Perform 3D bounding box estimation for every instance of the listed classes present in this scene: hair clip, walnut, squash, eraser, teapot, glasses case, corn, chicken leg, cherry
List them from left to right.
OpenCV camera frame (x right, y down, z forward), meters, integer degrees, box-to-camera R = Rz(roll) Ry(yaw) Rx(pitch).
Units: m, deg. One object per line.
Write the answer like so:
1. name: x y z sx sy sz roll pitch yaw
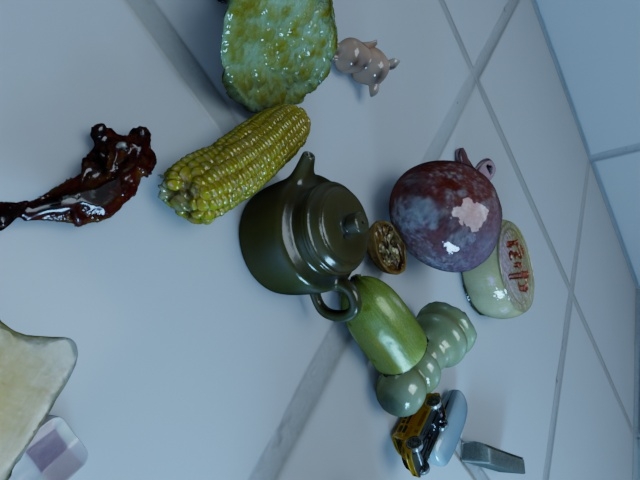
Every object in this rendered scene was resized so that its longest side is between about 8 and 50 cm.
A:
1. eraser: -0.289 0.229 0.461 0.105 0.026 0.065 -44 116 -44
2. chicken leg: -0.264 -0.067 0.542 0.089 0.048 0.219 50 49 -24
3. corn: -0.106 -0.122 0.689 0.292 0.101 0.101 -48 116 -43
4. teapot: 0.000 0.000 0.725 0.185 0.175 0.268 -28 102 -45
5. squash: 0.106 0.138 0.850 0.187 0.123 0.123 57 46 -23
6. walnut: 0.123 0.017 0.944 0.091 0.052 0.121 -47 113 -41
7. glasses case: 0.278 0.404 1.030 0.178 0.045 0.067 -46 115 -42
8. cherry: 0.273 -0.050 1.010 0.285 0.213 0.236 11 42 -24
9. hair clip: 0.407 -0.175 1.320 0.123 0.102 0.138 41 86 -32
10. glasses case: 0.417 0.524 1.139 0.204 0.070 0.047 33 54 -38

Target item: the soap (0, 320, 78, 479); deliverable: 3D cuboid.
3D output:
1. soap: -0.283 0.124 0.305 0.089 0.274 0.174 46 51 -30

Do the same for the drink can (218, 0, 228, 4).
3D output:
1. drink can: -0.136 -0.504 0.749 0.097 0.097 0.236 -3 84 -48

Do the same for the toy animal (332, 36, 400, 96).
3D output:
1. toy animal: 0.083 -0.363 0.970 0.150 0.083 0.089 12 50 -28

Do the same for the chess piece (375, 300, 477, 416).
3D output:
1. chess piece: 0.195 0.239 0.929 0.243 0.133 0.133 -37 108 -39

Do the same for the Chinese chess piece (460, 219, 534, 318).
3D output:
1. Chinese chess piece: 0.483 0.077 1.286 0.269 0.112 0.271 15 69 -46

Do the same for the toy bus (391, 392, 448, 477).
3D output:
1. toy bus: 0.191 0.372 0.921 0.162 0.074 0.070 -42 119 -47

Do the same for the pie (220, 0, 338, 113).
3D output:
1. pie: -0.061 -0.323 0.709 0.257 0.105 0.275 -46 155 -35
